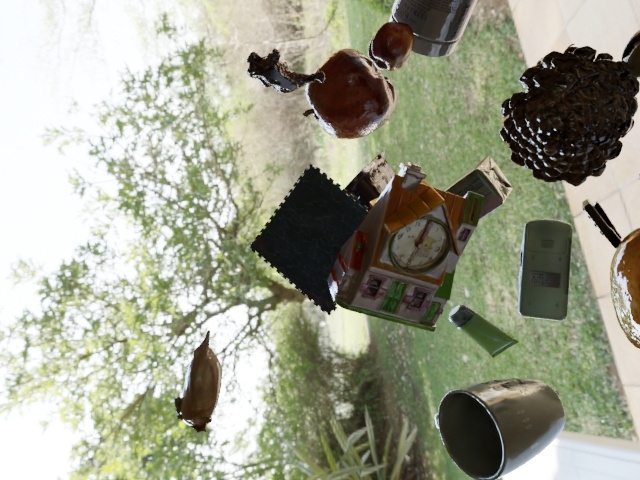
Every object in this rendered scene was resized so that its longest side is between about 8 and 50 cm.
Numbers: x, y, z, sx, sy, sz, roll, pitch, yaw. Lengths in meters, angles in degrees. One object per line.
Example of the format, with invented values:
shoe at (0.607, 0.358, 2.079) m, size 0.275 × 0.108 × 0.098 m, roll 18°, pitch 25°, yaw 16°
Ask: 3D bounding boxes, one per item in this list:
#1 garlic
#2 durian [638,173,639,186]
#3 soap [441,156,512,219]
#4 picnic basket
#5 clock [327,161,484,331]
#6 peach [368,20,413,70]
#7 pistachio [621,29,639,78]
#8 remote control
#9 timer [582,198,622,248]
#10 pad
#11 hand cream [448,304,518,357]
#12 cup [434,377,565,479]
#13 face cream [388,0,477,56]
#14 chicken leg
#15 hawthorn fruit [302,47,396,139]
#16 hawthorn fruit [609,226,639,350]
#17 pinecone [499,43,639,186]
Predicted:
garlic at (-0.186, 0.230, 0.827) m, size 0.084 × 0.066 × 0.152 m, roll -27°, pitch 53°, yaw 48°
durian at (0.836, -0.150, 1.184) m, size 0.144 × 0.139 × 0.252 m, roll -60°, pitch 38°, yaw 36°
soap at (0.470, -0.139, 1.591) m, size 0.138 × 0.199 × 0.182 m, roll 52°, pitch -144°, yaw 2°
picnic basket at (0.129, -0.114, 1.408) m, size 0.222 × 0.129 × 0.297 m, roll -50°, pitch 0°, yaw 29°
clock at (0.180, 0.006, 1.043) m, size 0.166 × 0.235 × 0.310 m, roll -110°, pitch 39°, yaw -64°
peach at (0.158, -0.430, 1.130) m, size 0.101 × 0.100 × 0.101 m, roll 171°, pitch 90°, yaw -87°
pistachio at (0.743, -0.427, 1.143) m, size 0.149 × 0.113 × 0.113 m, roll 113°, pitch 149°, yaw -68°
remote control at (0.663, 0.084, 1.516) m, size 0.056 × 0.140 × 0.297 m, roll 25°, pitch -110°, yaw -70°
timer at (1.009, -0.066, 1.826) m, size 0.187 × 0.055 × 0.144 m, roll 55°, pitch -152°, yaw 6°
pad at (0.000, 0.000, 1.205) m, size 0.269 × 0.269 × 0.012 m, roll 39°, pitch -165°, yaw 9°
hand cream at (0.417, 0.234, 1.338) m, size 0.095 × 0.175 × 0.046 m, roll -50°, pitch 6°, yaw 39°
cup at (0.385, 0.399, 1.147) m, size 0.258 × 0.234 × 0.187 m, roll -19°, pitch 78°, yaw 57°
face cream at (0.258, -0.538, 1.178) m, size 0.153 × 0.177 × 0.177 m, roll 108°, pitch 157°, yaw -49°
chicken leg at (-0.081, -0.374, 1.157) m, size 0.089 × 0.219 × 0.048 m, roll -43°, pitch 57°, yaw 31°
hawthorn fruit at (0.082, -0.453, 1.614) m, size 0.275 × 0.299 × 0.275 m, roll -24°, pitch -90°, yaw -87°
hawthorn fruit at (1.133, 0.168, 1.563) m, size 0.472 × 0.471 × 0.472 m, roll 171°, pitch 90°, yaw -87°
pinecone at (0.581, -0.302, 1.203) m, size 0.298 × 0.296 × 0.242 m, roll 48°, pitch 172°, yaw -13°
